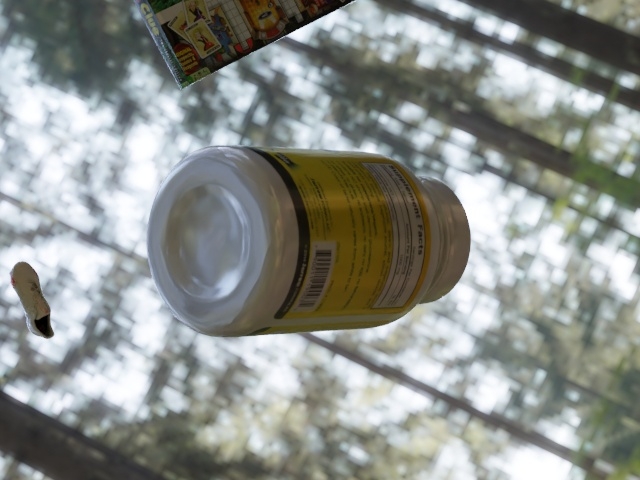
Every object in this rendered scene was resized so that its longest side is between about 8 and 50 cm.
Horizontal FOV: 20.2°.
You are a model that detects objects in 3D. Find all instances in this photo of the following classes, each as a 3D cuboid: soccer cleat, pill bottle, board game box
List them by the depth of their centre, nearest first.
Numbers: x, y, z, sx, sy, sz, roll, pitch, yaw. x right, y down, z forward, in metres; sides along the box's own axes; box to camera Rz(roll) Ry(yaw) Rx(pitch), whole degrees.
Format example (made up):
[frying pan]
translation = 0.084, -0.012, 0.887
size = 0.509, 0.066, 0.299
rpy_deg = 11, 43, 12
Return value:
[soccer cleat]
translation = -0.271, 0.057, 1.700
size = 0.029, 0.035, 0.083
rpy_deg = -27, -55, -27
[pill bottle]
translation = 0.000, 0.000, 1.834
size = 0.334, 0.188, 0.188
rpy_deg = 0, -65, -49
[board game box]
translation = -0.083, -0.282, 2.017
size = 0.260, 0.136, 0.030
rpy_deg = -31, 4, -31
